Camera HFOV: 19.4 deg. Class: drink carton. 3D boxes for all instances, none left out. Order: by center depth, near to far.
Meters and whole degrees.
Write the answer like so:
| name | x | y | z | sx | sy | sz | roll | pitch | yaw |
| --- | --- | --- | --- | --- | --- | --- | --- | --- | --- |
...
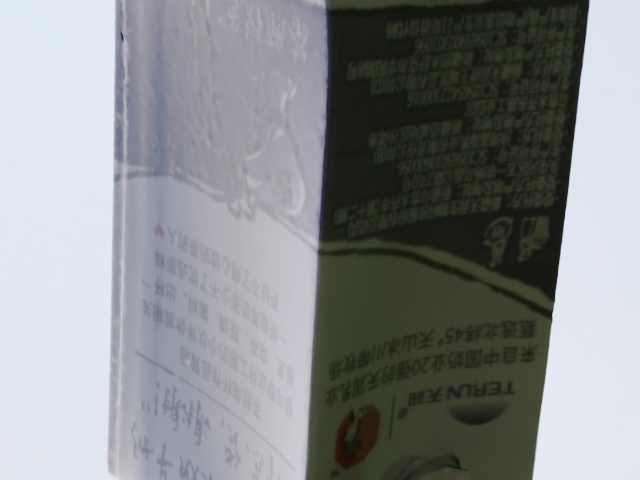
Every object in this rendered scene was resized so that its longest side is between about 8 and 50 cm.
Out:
| name | x | y | z | sx | sy | sz | roll | pitch | yaw |
| --- | --- | --- | --- | --- | --- | --- | --- | --- | --- |
| drink carton | 0.001 | 0.001 | 0.614 | 0.102 | 0.134 | 0.222 | -9 | -67 | -35 |
